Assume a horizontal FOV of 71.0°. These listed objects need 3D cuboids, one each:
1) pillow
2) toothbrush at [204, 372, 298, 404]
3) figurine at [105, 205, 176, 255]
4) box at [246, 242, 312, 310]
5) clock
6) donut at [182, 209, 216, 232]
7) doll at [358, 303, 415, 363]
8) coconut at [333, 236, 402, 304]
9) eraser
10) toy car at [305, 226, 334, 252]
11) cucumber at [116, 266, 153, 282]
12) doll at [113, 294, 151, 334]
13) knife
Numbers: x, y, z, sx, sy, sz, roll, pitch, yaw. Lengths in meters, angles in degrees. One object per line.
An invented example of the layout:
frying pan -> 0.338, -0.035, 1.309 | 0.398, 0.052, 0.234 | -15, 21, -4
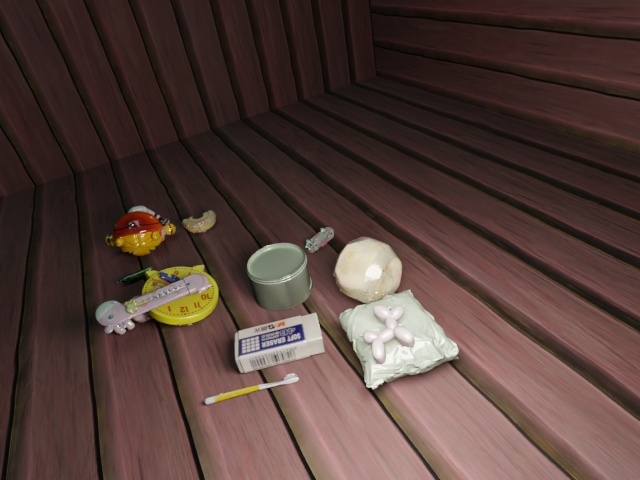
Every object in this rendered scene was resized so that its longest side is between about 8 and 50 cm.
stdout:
pillow -> 0.217, 0.285, 1.361 | 0.283, 0.138, 0.310 | -19, 38, -9
toothbrush -> -0.207, 0.447, 1.353 | 0.287, 0.021, 0.024 | -14, 23, -4
figurine -> -0.847, -0.049, 2.095 | 0.319, 0.196, 0.323 | -13, 24, -14
box -> -0.151, 0.133, 1.677 | 0.225, 0.150, 0.226 | -7, 35, 5
clock -> -0.528, 0.191, 1.697 | 0.276, 0.071, 0.294 | -11, 44, -29
donut -> -0.583, -0.082, 2.182 | 0.165, 0.065, 0.108 | -18, 35, -12
doll -> 0.189, 0.250, 1.269 | 0.160, 0.059, 0.160 | -30, 44, -3
coconut -> 0.154, 0.104, 1.569 | 0.230, 0.227, 0.227 | 20, 45, 38
eraser -> -0.133, 0.329, 1.447 | 0.278, 0.081, 0.124 | -13, 34, -3
toy car -> 0.000, 0.000, 1.908 | 0.142, 0.055, 0.069 | -39, 41, -14
cucumber -> -0.795, 0.155, 1.929 | 0.155, 0.037, 0.037 | -23, 36, -19
doll -> -0.708, 0.266, 1.694 | 0.191, 0.095, 0.149 | -22, 33, -11
knife -> -0.591, 0.205, 1.601 | 0.398, 0.038, 0.132 | -22, 58, -22
